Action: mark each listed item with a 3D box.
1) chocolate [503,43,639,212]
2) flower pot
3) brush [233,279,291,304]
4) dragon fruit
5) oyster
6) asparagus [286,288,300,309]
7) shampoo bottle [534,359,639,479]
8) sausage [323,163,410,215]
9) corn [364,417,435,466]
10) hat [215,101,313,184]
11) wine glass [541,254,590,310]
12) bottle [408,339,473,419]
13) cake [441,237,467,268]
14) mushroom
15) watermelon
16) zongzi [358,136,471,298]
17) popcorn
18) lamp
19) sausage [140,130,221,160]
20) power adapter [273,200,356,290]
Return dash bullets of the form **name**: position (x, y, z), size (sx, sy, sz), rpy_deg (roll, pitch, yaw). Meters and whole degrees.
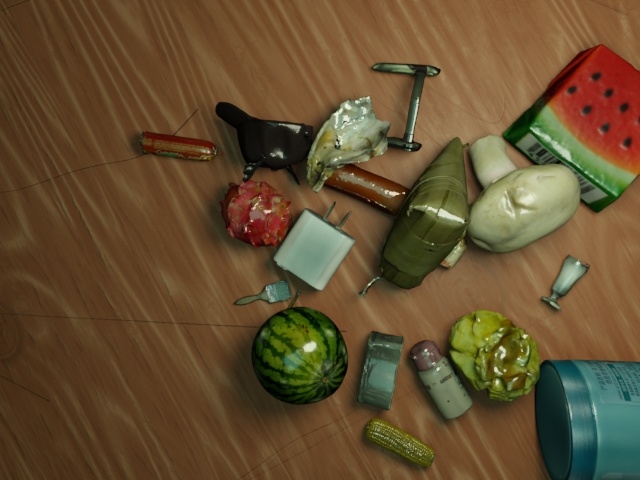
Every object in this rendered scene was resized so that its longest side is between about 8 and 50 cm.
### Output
- **chocolate**: position (0.770, -0.318, 1.415), size (0.360, 0.161, 0.341), rpy_deg (41, 95, 5)
- **flower pot**: position (0.185, 0.400, 1.569), size (0.108, 0.103, 0.229), rpy_deg (11, 95, 9)
- **brush**: position (-0.193, 0.183, 1.663), size (0.196, 0.021, 0.070), rpy_deg (-15, 91, 12)
- **dragon fruit**: position (-0.211, -0.092, 1.564), size (0.210, 0.205, 0.268), rpy_deg (-34, 60, -26)
- **oyster**: position (0.079, -0.278, 1.479), size (0.271, 0.100, 0.275), rpy_deg (-15, 56, 21)
- **asparagus**: position (-0.094, 0.207, 1.649), size (0.014, 0.015, 0.114), rpy_deg (37, 97, 40)
- **shampoo bottle**: position (0.797, 0.488, 1.364), size (0.343, 0.331, 0.331), rpy_deg (-1, 92, 7)
- **sausage**: position (0.123, -0.172, 1.557), size (0.330, 0.102, 0.102), rpy_deg (24, 96, 8)
- **corn**: position (0.248, 0.628, 1.582), size (0.231, 0.080, 0.080), rpy_deg (25, 96, 8)
- **hat**: position (-0.183, -0.277, 1.539), size (0.336, 0.238, 0.208), rpy_deg (19, 98, 22)
- **wine glass**: position (0.719, 0.124, 1.492), size (0.072, 0.072, 0.155), rpy_deg (31, 97, 6)
- **bottle**: position (0.358, 0.413, 1.540), size (0.110, 0.110, 0.233), rpy_deg (-31, 87, 9)
- **cake**: position (0.333, -0.009, 1.537), size (0.225, 0.090, 0.109), rpy_deg (34, 101, 7)
- **mushroom**: position (0.545, -0.103, 1.415), size (0.315, 0.356, 0.315), rpy_deg (2, 117, 3)
- **watermelon**: position (-0.061, 0.340, 1.516), size (0.285, 0.285, 0.285), rpy_deg (0, 93, 9)
- **zongzi**: position (0.290, -0.042, 1.494), size (0.182, 0.418, 0.447), rpy_deg (26, 137, -1)
- **popcorn**: position (0.498, 0.330, 1.456), size (0.224, 0.270, 0.258), rpy_deg (-43, 130, 12)
- **lamp**: position (0.228, -0.410, 1.521), size (0.203, 0.124, 0.283), rpy_deg (13, 92, 18)
- **sausage**: position (-0.448, -0.303, 1.650), size (0.264, 0.083, 0.083), rpy_deg (9, 94, 8)
- **power adapter**: position (0.000, 0.000, 1.572), size (0.187, 0.124, 0.255), rpy_deg (33, 96, 4)
